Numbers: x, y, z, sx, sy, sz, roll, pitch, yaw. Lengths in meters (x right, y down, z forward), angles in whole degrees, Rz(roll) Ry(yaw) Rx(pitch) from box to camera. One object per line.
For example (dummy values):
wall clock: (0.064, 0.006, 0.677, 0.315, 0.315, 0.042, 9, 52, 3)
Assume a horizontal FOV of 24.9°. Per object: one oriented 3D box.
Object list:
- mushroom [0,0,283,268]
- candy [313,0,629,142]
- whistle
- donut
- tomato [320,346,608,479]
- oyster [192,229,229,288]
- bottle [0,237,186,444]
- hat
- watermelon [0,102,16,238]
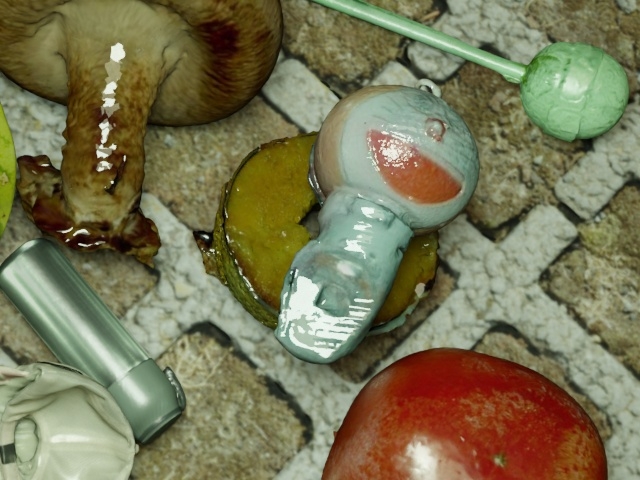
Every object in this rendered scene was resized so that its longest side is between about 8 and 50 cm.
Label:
mushroom: (-0.235, -0.212, 1.575, 0.331, 0.334, 0.356, 30, 56, 4)
candy: (0.161, -0.234, 1.762, 0.440, 0.119, 0.119, 21, 70, 5)
whistle: (0.059, -0.031, 1.528, 0.189, 0.189, 0.347, 25, 70, -1)
donut: (0.000, 0.000, 1.636, 0.272, 0.107, 0.272, 9, 68, -23)
tomato: (0.173, 0.258, 1.575, 0.339, 0.143, 0.338, 3, 72, -11)
oyster: (-0.086, 0.034, 1.660, 0.132, 0.029, 0.086, 10, 69, -12)
bottle: (-0.248, 0.108, 1.590, 0.253, 0.079, 0.096, 49, 47, 9)
hat: (-0.329, 0.210, 1.539, 0.226, 0.164, 0.219, 17, 106, 34)
watermelon: (-0.431, -0.106, 1.560, 0.128, 0.159, 0.303, -11, 76, -43)
